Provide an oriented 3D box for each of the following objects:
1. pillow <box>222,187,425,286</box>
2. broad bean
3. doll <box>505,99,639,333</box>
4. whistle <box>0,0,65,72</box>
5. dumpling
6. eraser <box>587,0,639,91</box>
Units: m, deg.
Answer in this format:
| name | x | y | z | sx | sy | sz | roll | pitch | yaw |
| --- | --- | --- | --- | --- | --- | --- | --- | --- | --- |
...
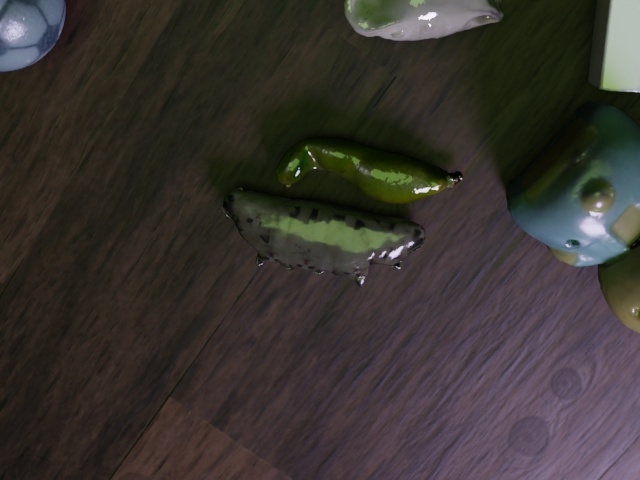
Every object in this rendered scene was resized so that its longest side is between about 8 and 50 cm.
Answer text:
| name | x | y | z | sx | sy | sz | roll | pitch | yaw |
| --- | --- | --- | --- | --- | --- | --- | --- | --- | --- |
| pillow | -0.001 | 0.000 | 1.031 | 0.241 | 0.051 | 0.093 | 11 | 101 | 3 |
| broad bean | 0.055 | -0.079 | 1.005 | 0.214 | 0.048 | 0.070 | 7 | 105 | 6 |
| doll | 0.343 | -0.012 | 0.932 | 0.261 | 0.161 | 0.177 | 40 | 104 | -2 |
| whistle | -0.334 | -0.285 | 0.962 | 0.163 | 0.163 | 0.289 | 38 | 71 | -4 |
| dumpling | 0.105 | -0.280 | 0.921 | 0.170 | 0.100 | 0.134 | -10 | 89 | 7 |
| eraser | 0.333 | -0.305 | 0.896 | 0.076 | 0.078 | 0.298 | 4 | 105 | 6 |
